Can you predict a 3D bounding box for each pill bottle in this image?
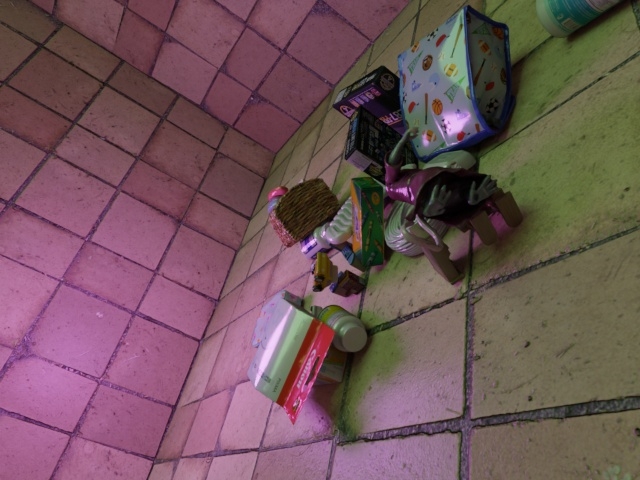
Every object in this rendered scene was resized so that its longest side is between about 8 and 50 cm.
[{"bbox_3d":[0.071,0.289,1.526,0.117,0.117,0.215,-61,20,-3],"label":"pill bottle"},{"bbox_3d":[0.721,-0.669,1.228,0.264,0.146,0.146,-25,40,58],"label":"pill bottle"},{"bbox_3d":[0.000,0.000,2.108,0.186,0.112,0.112,-40,28,43],"label":"pill bottle"}]

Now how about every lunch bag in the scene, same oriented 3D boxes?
[{"bbox_3d":[0.433,-0.471,1.510,0.328,0.238,0.386,-19,68,60],"label":"lunch bag"},{"bbox_3d":[-0.196,0.370,2.081,0.279,0.107,0.224,-44,30,42],"label":"lunch bag"}]

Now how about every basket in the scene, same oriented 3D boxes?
[{"bbox_3d":[-0.091,-0.137,2.176,0.299,0.213,0.223,-38,1,-16],"label":"basket"}]

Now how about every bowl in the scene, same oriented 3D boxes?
[{"bbox_3d":[0.392,-0.234,1.448,0.142,0.053,0.142,-34,21,-28],"label":"bowl"}]

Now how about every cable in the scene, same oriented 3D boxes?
[{"bbox_3d":[0.311,-0.074,1.492,0.257,0.089,0.257,-52,21,25],"label":"cable"}]

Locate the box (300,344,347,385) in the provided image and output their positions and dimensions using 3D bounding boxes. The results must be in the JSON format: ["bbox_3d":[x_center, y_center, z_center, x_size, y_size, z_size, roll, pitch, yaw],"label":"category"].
[{"bbox_3d":[-0.016,0.416,1.568,0.203,0.114,0.103,-31,36,52],"label":"box"}]

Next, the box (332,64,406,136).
[{"bbox_3d":[0.261,-0.533,1.906,0.097,0.318,0.395,-64,21,-7],"label":"box"}]

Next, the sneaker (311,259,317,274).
[{"bbox_3d":[-0.012,0.120,2.088,0.098,0.038,0.069,125,160,-44],"label":"sneaker"}]

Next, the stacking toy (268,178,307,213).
[{"bbox_3d":[-0.099,-0.169,2.386,0.279,0.309,0.130,-23,59,36],"label":"stacking toy"}]

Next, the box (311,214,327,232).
[{"bbox_3d":[-0.072,-0.114,2.300,0.114,0.207,0.036,-62,20,-4],"label":"box"}]

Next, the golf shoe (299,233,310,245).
[{"bbox_3d":[-0.077,0.002,2.395,0.176,0.069,0.086,-81,8,-50],"label":"golf shoe"}]

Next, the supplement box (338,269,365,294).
[{"bbox_3d":[0.111,0.149,1.672,0.055,0.083,0.043,-49,22,29],"label":"supplement box"}]

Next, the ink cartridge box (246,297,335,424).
[{"bbox_3d":[-0.111,0.379,1.548,0.308,0.091,0.385,-65,19,-4],"label":"ink cartridge box"}]

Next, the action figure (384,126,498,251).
[{"bbox_3d":[0.268,-0.122,1.208,0.276,0.248,0.370,-65,25,3],"label":"action figure"}]

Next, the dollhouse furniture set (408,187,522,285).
[{"bbox_3d":[0.387,-0.028,1.237,0.242,0.161,0.212,-36,22,2],"label":"dollhouse furniture set"}]

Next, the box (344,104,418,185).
[{"bbox_3d":[0.233,-0.326,1.724,0.073,0.293,0.296,-42,27,39],"label":"box"}]

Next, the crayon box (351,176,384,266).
[{"bbox_3d":[0.163,-0.068,1.630,0.165,0.081,0.279,-112,18,-70],"label":"crayon box"}]

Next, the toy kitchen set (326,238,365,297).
[{"bbox_3d":[0.067,0.093,1.801,0.166,0.122,0.207,-57,20,10],"label":"toy kitchen set"}]

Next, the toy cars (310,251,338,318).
[{"bbox_3d":[0.010,0.213,1.688,0.176,0.087,0.394,-92,7,-68],"label":"toy cars"}]

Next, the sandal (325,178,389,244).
[{"bbox_3d":[0.180,-0.129,1.833,0.416,0.102,0.169,-45,32,-12],"label":"sandal"}]
